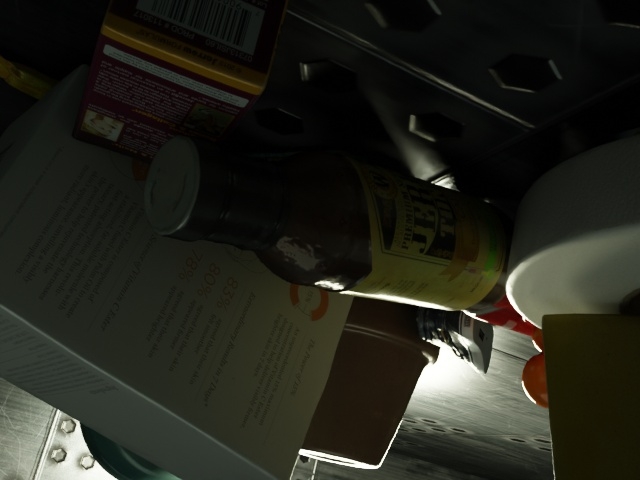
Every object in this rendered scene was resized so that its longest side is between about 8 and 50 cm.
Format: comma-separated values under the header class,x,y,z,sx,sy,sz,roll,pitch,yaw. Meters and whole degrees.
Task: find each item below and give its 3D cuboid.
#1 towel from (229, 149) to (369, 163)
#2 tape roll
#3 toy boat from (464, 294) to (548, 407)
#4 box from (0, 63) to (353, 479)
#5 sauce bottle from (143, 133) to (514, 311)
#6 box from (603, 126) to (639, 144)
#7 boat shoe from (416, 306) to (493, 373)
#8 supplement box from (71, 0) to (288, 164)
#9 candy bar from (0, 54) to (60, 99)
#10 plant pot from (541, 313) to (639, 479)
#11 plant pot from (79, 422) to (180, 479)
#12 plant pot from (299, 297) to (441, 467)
class,x,y,z,sx,sy,sz,roll,pitch,yaw
towel,0.000,0.000,0.879,0.271,0.040,0.370,4,159,29
tape roll,0.338,0.033,0.576,0.392,0.072,0.392,12,160,4
toy boat,0.255,0.106,0.827,0.231,0.151,0.151,19,161,-14
box,-0.163,0.052,0.708,0.345,0.215,0.168,41,143,-27
sauce bottle,0.026,-0.009,0.618,0.344,0.111,0.111,10,168,-43
box,0.319,-0.031,0.576,0.207,0.036,0.114,26,158,-31
boat shoe,0.193,0.134,1.093,0.083,0.065,0.183,7,154,25
supplement box,-0.106,-0.121,0.546,0.104,0.081,0.188,19,160,-18
candy bar,-0.221,-0.125,0.709,0.161,0.018,0.040,24,157,-27
plant pot,0.306,0.175,0.607,0.187,0.212,0.212,-13,150,29
plant pot,-0.235,0.294,1.472,0.341,0.341,0.334,26,149,-31
plant pot,0.042,0.216,1.168,0.263,0.229,0.263,11,161,4
